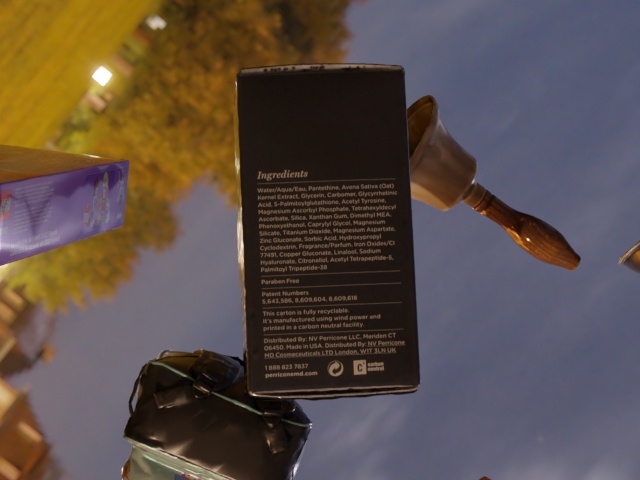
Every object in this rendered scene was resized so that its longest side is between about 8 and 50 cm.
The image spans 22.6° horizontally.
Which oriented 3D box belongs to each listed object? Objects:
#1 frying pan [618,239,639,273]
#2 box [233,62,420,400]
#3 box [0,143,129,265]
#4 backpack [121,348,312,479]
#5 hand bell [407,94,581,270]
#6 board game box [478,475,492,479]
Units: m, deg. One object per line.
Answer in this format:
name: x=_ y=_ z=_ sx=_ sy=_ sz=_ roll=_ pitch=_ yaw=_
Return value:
frying pan: x=0.395 y=0.002 z=1.768 sx=0.197 sy=0.053 sz=0.326 roll=-28 pitch=166 yaw=-20
box: x=0.000 y=0.000 z=1.048 sx=0.153 sy=0.108 sz=0.207 roll=123 pitch=-35 yaw=-84
box: x=-0.269 y=-0.034 z=1.110 sx=0.293 sy=0.201 sz=0.057 roll=-30 pitch=127 yaw=-79
backpack: x=-0.098 y=0.174 z=1.471 sx=0.188 sy=0.166 sz=0.144 roll=-98 pitch=-151 yaw=-81
hand bell: x=0.179 y=-0.038 z=1.704 sx=0.126 sy=0.242 sz=0.126 roll=-52 pitch=-164 yaw=21
board game box: x=0.057 y=0.302 z=1.293 sx=0.281 sy=0.027 sz=0.145 roll=-23 pitch=134 yaw=-53
